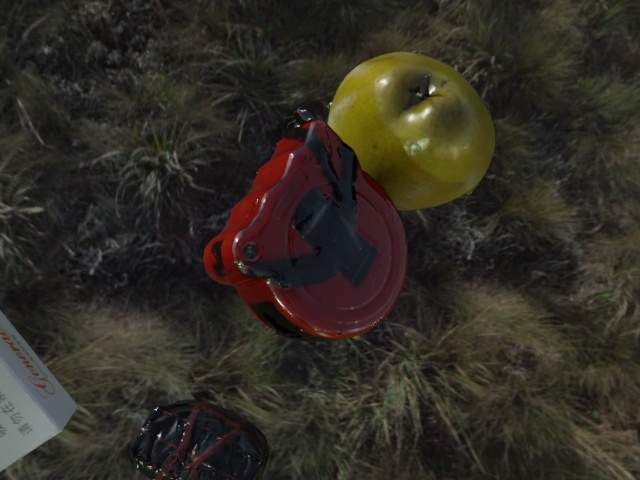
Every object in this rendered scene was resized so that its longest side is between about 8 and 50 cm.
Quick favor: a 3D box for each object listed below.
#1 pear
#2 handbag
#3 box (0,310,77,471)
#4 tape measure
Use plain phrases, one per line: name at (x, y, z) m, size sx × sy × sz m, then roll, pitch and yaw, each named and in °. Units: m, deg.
pear at (0.142, -0.158, 0.737) m, size 0.267 × 0.178 × 0.266 m, roll 0°, pitch 95°, yaw -4°
handbag at (-0.197, 0.358, 0.889) m, size 0.216 × 0.169 × 0.155 m, roll 24°, pitch 73°, yaw 6°
box at (-0.255, 0.119, 0.336) m, size 0.152 × 0.048 × 0.100 m, roll -34°, pitch 99°, yaw -6°
tape measure at (0.000, 0.000, 0.683) m, size 0.260 × 0.114 × 0.253 m, roll 41°, pitch 62°, yaw -20°
